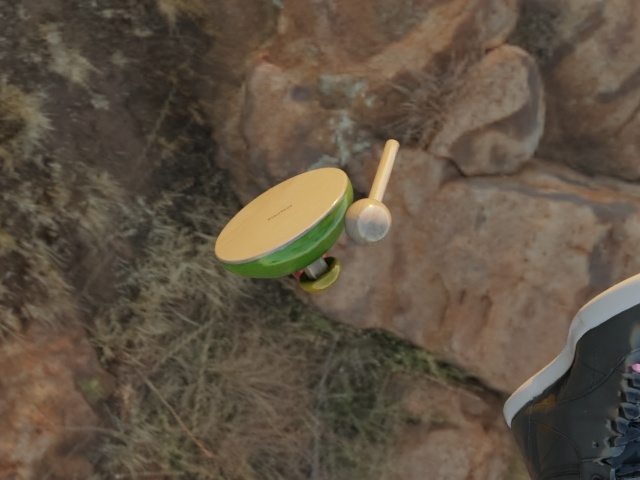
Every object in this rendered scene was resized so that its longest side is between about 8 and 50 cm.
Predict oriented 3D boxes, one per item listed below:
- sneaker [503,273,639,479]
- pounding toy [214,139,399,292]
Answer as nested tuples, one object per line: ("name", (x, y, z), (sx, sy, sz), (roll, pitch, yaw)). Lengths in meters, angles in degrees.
("sneaker", (0.232, 0.130, 0.754), (0.105, 0.295, 0.147), (-5, 59, -18))
("pounding toy", (0.000, 0.000, 1.241), (0.110, 0.237, 0.183), (58, 28, -23))
